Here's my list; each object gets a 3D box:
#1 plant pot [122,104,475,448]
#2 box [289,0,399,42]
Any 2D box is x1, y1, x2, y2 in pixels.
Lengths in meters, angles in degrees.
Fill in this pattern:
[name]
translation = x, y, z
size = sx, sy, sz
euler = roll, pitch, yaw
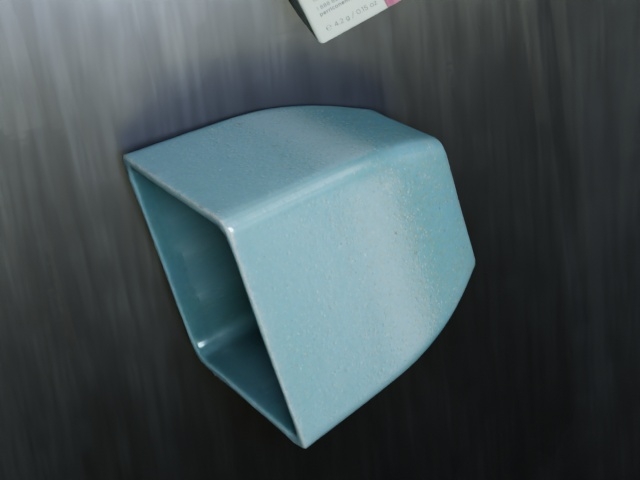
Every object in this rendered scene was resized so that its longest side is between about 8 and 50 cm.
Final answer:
[plant pot]
translation = 0.000, 0.000, 1.493
size = 0.252, 0.247, 0.248
euler = -28, 118, -18
[box]
translation = -0.010, -0.319, 1.389
size = 0.127, 0.148, 0.232
euler = -28, 118, 1
